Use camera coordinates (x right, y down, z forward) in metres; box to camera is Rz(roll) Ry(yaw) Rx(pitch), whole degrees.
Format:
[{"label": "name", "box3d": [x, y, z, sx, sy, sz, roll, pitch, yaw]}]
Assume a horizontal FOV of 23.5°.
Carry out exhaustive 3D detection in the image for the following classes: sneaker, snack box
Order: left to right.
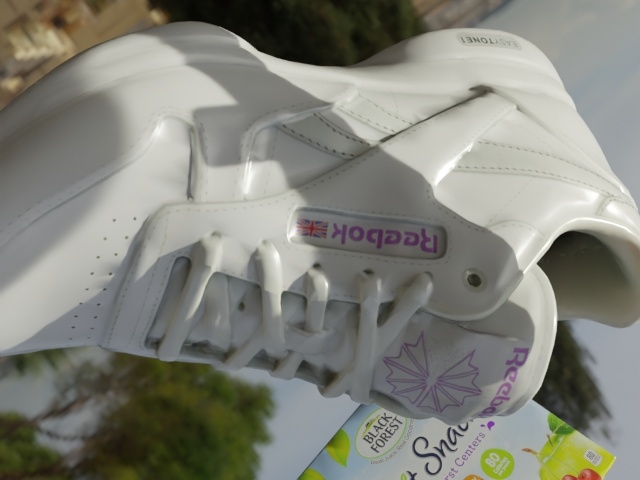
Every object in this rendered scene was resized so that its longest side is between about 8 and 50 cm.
[{"label": "sneaker", "box3d": [0.000, 0.000, 0.550, 0.305, 0.152, 0.114, -12, 144, -31]}, {"label": "snack box", "box3d": [0.084, 0.189, 1.105, 0.207, 0.174, 0.070, -45, 163, -36]}]
